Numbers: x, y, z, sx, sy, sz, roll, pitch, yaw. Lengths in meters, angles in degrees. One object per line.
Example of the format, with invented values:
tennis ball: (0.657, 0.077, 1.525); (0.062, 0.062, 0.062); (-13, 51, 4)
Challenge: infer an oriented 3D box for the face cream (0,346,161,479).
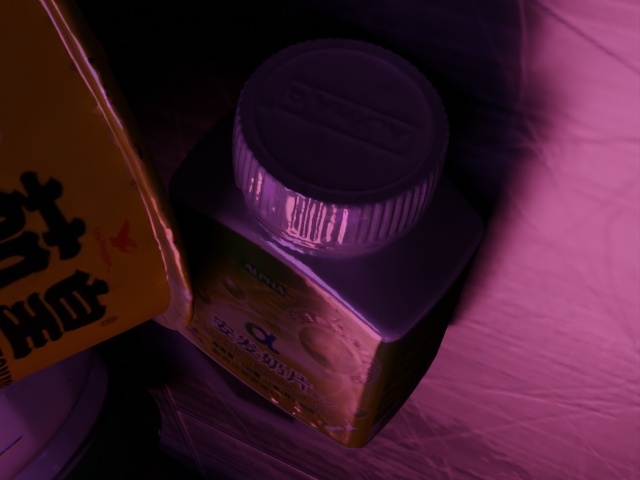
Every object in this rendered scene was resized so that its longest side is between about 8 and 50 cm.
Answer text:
face cream: (-0.291, 0.059, 0.892); (0.312, 0.219, 0.357); (-4, 131, 49)

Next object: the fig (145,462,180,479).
fig: (-0.113, 0.247, 1.079); (0.133, 0.184, 0.127); (-32, 141, 23)

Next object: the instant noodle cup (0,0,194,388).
instant noodle cup: (-0.245, -0.035, 0.591); (0.325, 0.254, 0.325); (52, 162, 24)

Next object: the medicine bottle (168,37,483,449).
medicine bottle: (0.000, 0.000, 0.613); (0.132, 0.088, 0.188); (34, 150, 15)
